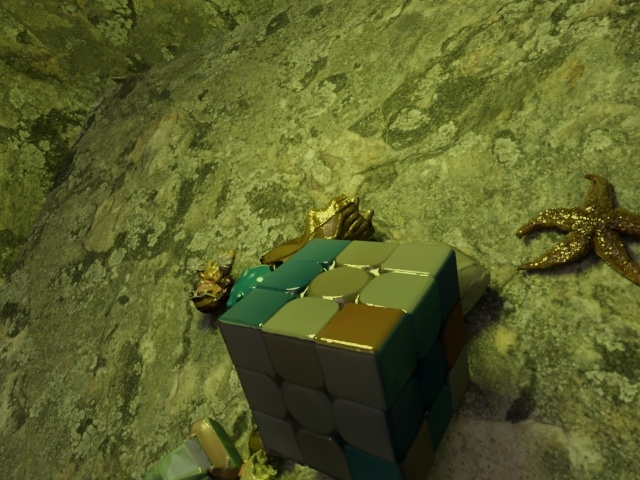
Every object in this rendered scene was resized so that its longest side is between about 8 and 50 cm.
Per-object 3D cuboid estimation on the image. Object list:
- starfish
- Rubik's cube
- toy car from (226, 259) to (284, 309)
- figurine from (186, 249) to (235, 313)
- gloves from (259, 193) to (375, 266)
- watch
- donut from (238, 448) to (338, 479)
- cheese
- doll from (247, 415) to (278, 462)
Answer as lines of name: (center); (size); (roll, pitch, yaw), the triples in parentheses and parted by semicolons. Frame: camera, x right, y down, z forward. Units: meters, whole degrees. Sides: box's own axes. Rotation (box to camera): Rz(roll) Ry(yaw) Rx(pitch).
starfish: (0.593, -0.012, 1.013); (0.299, 0.060, 0.302); (-49, 48, -7)
Rubik's cube: (0.068, 0.222, 0.932); (0.346, 0.347, 0.344); (5, 30, 34)
toy car: (-0.128, 0.190, 1.214); (0.188, 0.255, 0.190); (-30, 15, 28)
figurine: (-0.339, 0.120, 1.501); (0.174, 0.116, 0.240); (-12, 49, 24)
gloves: (0.001, 0.017, 1.310); (0.356, 0.203, 0.155); (-38, 70, 14)
watch: (-0.315, 0.556, 1.108); (0.241, 0.253, 0.162); (-33, 64, -14)
donut: (-0.018, 0.572, 0.950); (0.371, 0.150, 0.307); (-13, 59, 18)
cheese: (0.266, 0.095, 1.094); (0.198, 0.154, 0.189); (-43, 42, 2)
doll: (-0.134, 0.439, 1.171); (0.137, 0.097, 0.210); (-30, 43, 21)
